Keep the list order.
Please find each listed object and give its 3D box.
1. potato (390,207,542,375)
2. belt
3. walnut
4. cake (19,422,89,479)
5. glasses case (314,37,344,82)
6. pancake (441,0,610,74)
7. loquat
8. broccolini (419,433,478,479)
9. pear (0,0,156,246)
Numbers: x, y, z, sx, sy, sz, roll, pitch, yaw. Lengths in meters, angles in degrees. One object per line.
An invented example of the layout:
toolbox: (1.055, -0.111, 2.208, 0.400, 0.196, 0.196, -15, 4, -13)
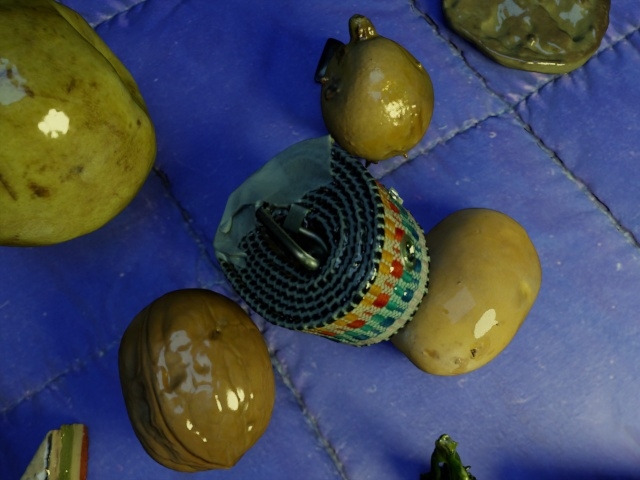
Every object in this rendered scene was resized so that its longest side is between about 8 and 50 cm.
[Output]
potato: (0.182, 0.060, 0.594, 0.150, 0.146, 0.233, 43, 74, -19)
belt: (0.000, 0.000, 0.568, 0.207, 0.150, 0.257, -50, 49, 6)
walnut: (-0.138, 0.156, 0.547, 0.168, 0.167, 0.207, -22, 75, -7)
cake: (-0.296, 0.331, 0.525, 0.117, 0.086, 0.220, 26, 74, 9)
glasses case: (0.016, -0.289, 0.765, 0.034, 0.023, 0.083, 15, 73, 7)
pancake: (0.339, -0.402, 0.788, 0.295, 0.049, 0.294, 0, 75, 1)
loquat: (0.074, -0.202, 0.658, 0.150, 0.204, 0.172, -5, 36, 30)
broccolini: (0.133, 0.251, 0.498, 0.074, 0.201, 0.058, -16, 53, 9)
pear: (-0.362, -0.133, 0.583, 0.305, 0.304, 0.303, 0, 71, 0)
